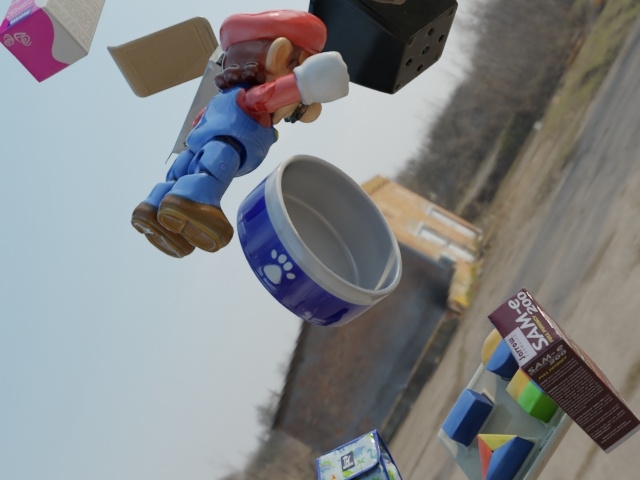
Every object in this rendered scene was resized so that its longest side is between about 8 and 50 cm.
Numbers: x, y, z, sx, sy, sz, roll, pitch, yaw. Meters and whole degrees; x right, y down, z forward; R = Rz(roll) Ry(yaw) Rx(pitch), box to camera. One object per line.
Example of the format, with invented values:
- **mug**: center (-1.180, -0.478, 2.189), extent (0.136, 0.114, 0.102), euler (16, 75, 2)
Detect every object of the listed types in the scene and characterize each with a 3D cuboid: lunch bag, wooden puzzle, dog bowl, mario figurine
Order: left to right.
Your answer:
- **wooden puzzle**: center (-0.350, -0.427, 2.285), extent (0.221, 0.239, 0.044), euler (71, -177, -67)
- **mario figurine**: center (-0.066, -0.117, 1.109), extent (0.320, 0.198, 0.170), euler (-62, -27, -22)
- **dog bowl**: center (0.000, 0.000, 1.549), extent (0.104, 0.265, 0.265), euler (-40, 6, 31)
- **lunch bag**: center (0.072, 0.425, 1.731), extent (0.129, 0.151, 0.096), euler (-28, -28, 12)
- **wooden puzzle**: center (0.338, 0.299, 1.814), extent (0.322, 0.081, 0.348), euler (-61, 19, 9)

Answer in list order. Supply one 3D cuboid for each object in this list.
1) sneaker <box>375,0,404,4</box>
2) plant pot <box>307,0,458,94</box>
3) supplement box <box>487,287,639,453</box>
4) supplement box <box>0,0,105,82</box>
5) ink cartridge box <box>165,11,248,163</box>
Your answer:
- **sneaker**: center (0.081, -0.398, 1.267), extent (0.066, 0.071, 0.188), euler (147, 126, -71)
- **plant pot**: center (0.101, -0.341, 1.529), extent (0.188, 0.167, 0.187), euler (-40, -19, -29)
- **supplement box**: center (0.348, 0.186, 1.401), extent (0.073, 0.239, 0.130), euler (-41, 32, 11)
- **supplement box**: center (-0.456, -0.390, 1.696), extent (0.111, 0.114, 0.220), euler (-24, 39, 21)
- **ink cartridge box**: center (-0.208, -0.282, 1.950), extent (0.332, 0.065, 0.165), euler (-53, 10, 52)
